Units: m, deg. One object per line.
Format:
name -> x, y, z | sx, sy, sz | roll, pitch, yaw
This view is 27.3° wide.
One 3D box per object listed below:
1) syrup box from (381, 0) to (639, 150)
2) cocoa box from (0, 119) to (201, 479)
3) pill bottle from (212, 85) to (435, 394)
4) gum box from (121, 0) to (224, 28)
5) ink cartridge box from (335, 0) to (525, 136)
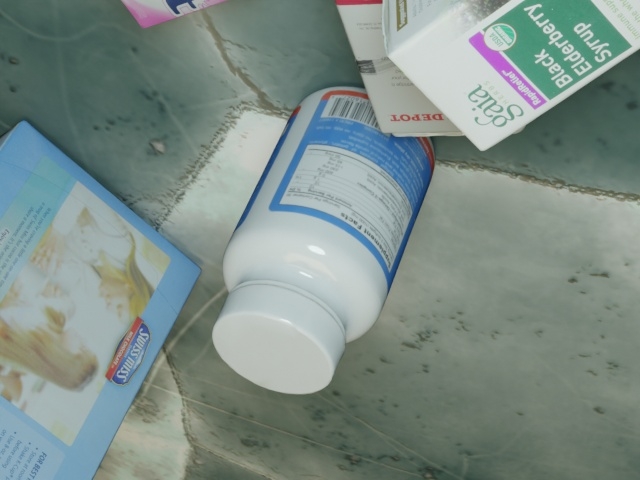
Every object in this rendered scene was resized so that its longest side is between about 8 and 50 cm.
syrup box -> 0.154, -0.163, 0.749 | 0.237, 0.096, 0.093 | -34, 122, 26
cocoa box -> -0.309, 0.114, 1.176 | 0.231, 0.347, 0.228 | 41, 139, -20
pill bottle -> 0.000, 0.000, 0.980 | 0.124, 0.221, 0.124 | 15, 142, 12
gum box -> -0.118, -0.236, 0.891 | 0.107, 0.062, 0.188 | -9, 131, 36
ink cartridge box -> 0.079, -0.147, 0.893 | 0.109, 0.063, 0.150 | 1, 137, 25
